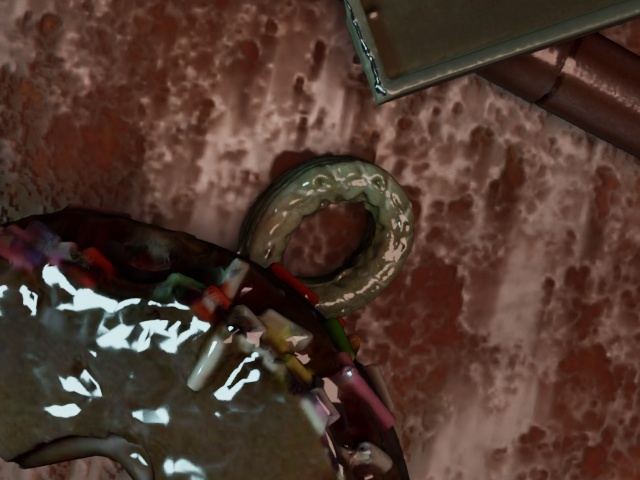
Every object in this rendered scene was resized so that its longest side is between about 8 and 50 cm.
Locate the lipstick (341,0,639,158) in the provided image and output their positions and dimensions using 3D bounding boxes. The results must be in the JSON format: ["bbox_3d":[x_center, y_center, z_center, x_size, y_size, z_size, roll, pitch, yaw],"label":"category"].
[{"bbox_3d":[0.093,-0.125,0.862,0.357,0.057,0.057,27,93,-11],"label":"lipstick"}]

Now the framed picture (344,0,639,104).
[{"bbox_3d":[0.081,-0.241,0.822,0.213,0.016,0.289,-19,85,-8],"label":"framed picture"}]

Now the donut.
[{"bbox_3d":[-0.068,0.151,0.795,0.259,0.136,0.345,3,99,19],"label":"donut"}]

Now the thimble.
[{"bbox_3d":[0.000,0.000,0.861,0.110,0.062,0.084,-32,100,-4],"label":"thimble"}]
